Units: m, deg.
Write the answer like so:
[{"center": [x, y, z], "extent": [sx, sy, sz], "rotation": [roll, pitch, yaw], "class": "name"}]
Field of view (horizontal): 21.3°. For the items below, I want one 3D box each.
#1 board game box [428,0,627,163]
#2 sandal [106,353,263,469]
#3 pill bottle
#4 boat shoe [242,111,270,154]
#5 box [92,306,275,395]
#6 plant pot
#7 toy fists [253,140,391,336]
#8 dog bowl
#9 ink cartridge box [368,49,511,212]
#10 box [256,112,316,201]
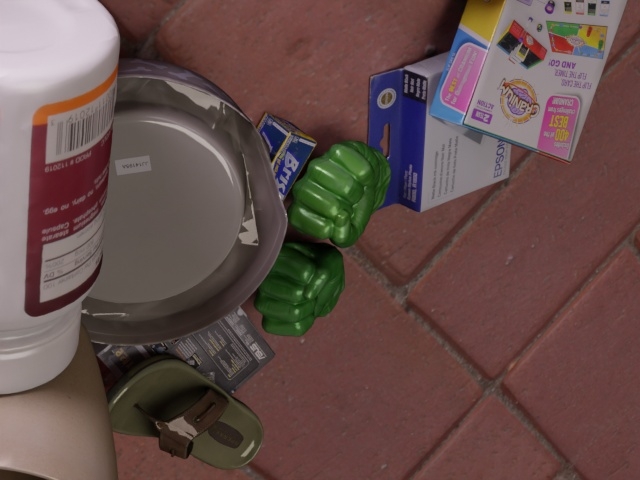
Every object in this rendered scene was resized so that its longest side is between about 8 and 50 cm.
[{"center": [0.291, -0.281, 2.247], "extent": [0.242, 0.064, 0.317], "rotation": [15, 96, -44], "class": "board game box"}, {"center": [-0.163, 0.233, 2.192], "extent": [0.302, 0.086, 0.120], "rotation": [29, 100, -46], "class": "sandal"}, {"center": [-0.326, -0.052, 1.715], "extent": [0.224, 0.224, 0.392], "rotation": [-14, 131, -32], "class": "pill bottle"}, {"center": [-0.179, -0.042, 2.060], "extent": [0.285, 0.092, 0.103], "rotation": [-44, 138, -5], "class": "boat shoe"}, {"center": [-0.182, 0.136, 2.213], "extent": [0.183, 0.056, 0.231], "rotation": [-41, 137, -6], "class": "box"}, {"center": [-0.335, 0.209, 1.868], "extent": [0.256, 0.274, 0.256], "rotation": [1, 137, 1], "class": "plant pot"}, {"center": [0.000, 0.000, 2.208], "extent": [0.142, 0.096, 0.279], "rotation": [-9, 128, -59], "class": "toy fists"}, {"center": [-0.214, -0.051, 1.934], "extent": [0.348, 0.102, 0.349], "rotation": [-5, 122, -8], "class": "dog bowl"}, {"center": [0.167, -0.150, 2.302], "extent": [0.224, 0.045, 0.223], "rotation": [-21, 131, -27], "class": "ink cartridge box"}, {"center": [-0.078, -0.072, 2.147], "extent": [0.054, 0.059, 0.169], "rotation": [17, 107, -47], "class": "box"}]
